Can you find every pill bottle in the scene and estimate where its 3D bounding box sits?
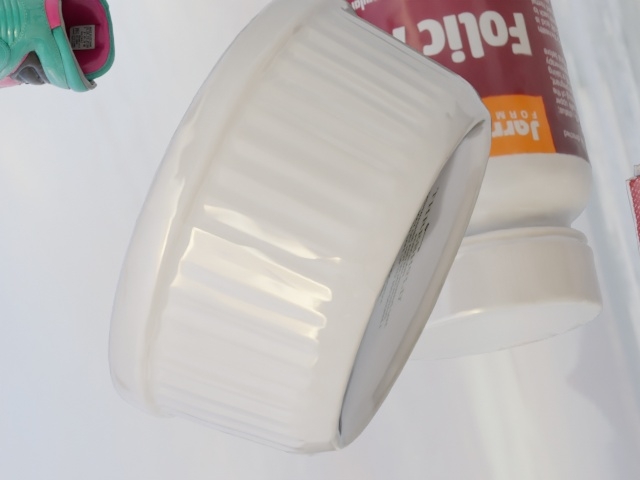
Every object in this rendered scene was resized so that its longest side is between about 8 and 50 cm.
[{"bbox_3d":[0.109,-0.107,1.203,0.224,0.224,0.392,42,-145,-71],"label":"pill bottle"}]

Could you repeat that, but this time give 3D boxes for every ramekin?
[{"bbox_3d":[0.000,0.000,0.803,0.273,0.127,0.273,-59,-15,-27],"label":"ramekin"}]

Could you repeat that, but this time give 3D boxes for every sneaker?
[{"bbox_3d":[-0.298,-0.196,1.391,0.295,0.178,0.124,171,92,-78],"label":"sneaker"}]

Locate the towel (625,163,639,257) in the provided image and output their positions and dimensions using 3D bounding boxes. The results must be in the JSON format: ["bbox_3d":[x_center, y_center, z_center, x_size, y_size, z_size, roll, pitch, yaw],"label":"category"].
[{"bbox_3d":[0.371,0.039,0.851,0.037,0.328,0.237,-47,-53,-60],"label":"towel"}]
